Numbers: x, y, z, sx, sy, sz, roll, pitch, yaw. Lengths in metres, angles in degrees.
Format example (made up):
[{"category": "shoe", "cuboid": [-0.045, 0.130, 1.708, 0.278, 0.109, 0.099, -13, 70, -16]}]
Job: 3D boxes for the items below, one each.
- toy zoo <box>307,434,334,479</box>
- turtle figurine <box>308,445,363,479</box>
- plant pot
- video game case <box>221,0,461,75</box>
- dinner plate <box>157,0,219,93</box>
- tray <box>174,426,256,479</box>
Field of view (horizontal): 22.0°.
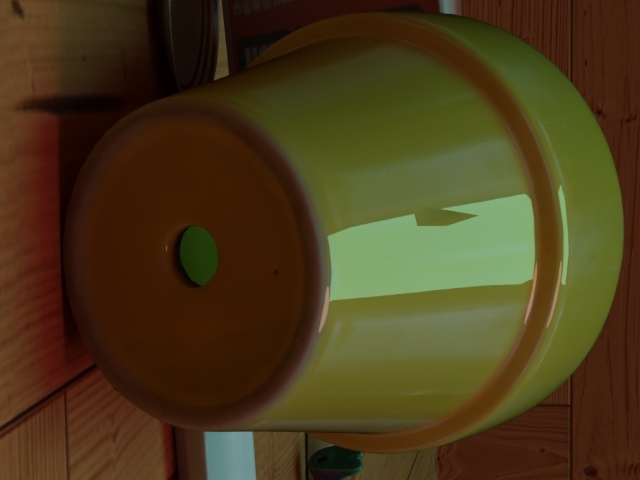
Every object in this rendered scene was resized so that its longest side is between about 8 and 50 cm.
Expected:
[{"category": "toy zoo", "cuboid": [0.022, 0.130, 1.727, 0.293, 0.030, 0.192, -34, 123, -79]}, {"category": "turtle figurine", "cuboid": [0.040, 0.315, 1.571, 0.175, 0.118, 0.234, -95, 164, -53]}, {"category": "plant pot", "cuboid": [0.000, 0.000, 0.886, 0.239, 0.254, 0.254, -8, 99, -56]}, {"category": "video game case", "cuboid": [0.017, -0.058, 1.055, 0.025, 0.204, 0.285, -8, 94, -42]}, {"category": "dinner plate", "cuboid": [-0.087, -0.152, 1.065, 0.141, 0.017, 0.141, -1, 90, -81]}, {"category": "tray", "cuboid": [-0.075, 0.099, 1.104, 0.145, 0.030, 0.270, -63, 152, -70]}]
